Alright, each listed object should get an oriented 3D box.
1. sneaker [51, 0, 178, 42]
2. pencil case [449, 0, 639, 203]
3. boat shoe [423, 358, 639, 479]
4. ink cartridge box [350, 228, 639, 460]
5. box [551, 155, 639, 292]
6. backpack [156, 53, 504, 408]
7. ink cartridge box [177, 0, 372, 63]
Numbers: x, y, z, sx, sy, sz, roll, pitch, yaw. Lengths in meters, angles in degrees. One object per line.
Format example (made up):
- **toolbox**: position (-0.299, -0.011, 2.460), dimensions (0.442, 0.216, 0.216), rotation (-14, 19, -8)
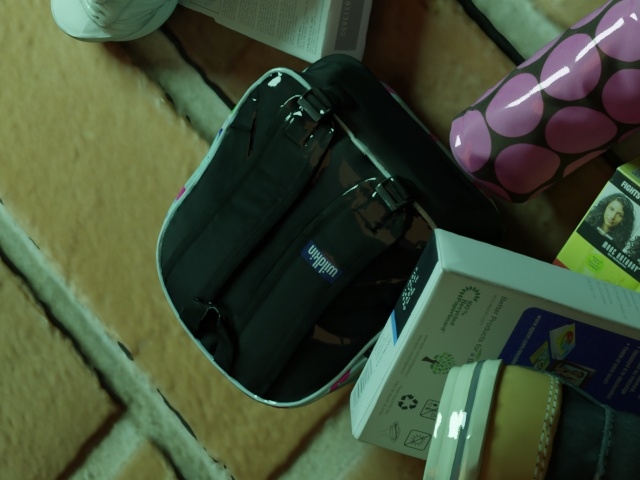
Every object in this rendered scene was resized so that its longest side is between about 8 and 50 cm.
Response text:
- **sneaker**: position (-0.164, -0.243, 1.383), dimensions (0.305, 0.152, 0.114), rotation (-21, 85, 50)
- **pencil case**: position (0.200, -0.106, 1.237), dimensions (0.098, 0.095, 0.209), rotation (36, 130, -27)
- **boat shoe**: position (0.160, 0.273, 1.202), dimensions (0.156, 0.187, 0.500), rotation (7, 139, 11)
- **ink cartridge box**: position (0.204, 0.116, 1.228), dimensions (0.332, 0.065, 0.165), rotation (19, 119, -12)
- **box**: position (0.208, 0.052, 1.281), dimensions (0.087, 0.058, 0.232), rotation (41, 120, 17)
- **backpack**: position (0.000, 0.000, 1.324), dimensions (0.225, 0.191, 0.253), rotation (48, 118, 15)
- **ink cartridge box**: position (-0.039, -0.261, 1.390), dimensions (0.224, 0.056, 0.181), rotation (29, 117, 45)
